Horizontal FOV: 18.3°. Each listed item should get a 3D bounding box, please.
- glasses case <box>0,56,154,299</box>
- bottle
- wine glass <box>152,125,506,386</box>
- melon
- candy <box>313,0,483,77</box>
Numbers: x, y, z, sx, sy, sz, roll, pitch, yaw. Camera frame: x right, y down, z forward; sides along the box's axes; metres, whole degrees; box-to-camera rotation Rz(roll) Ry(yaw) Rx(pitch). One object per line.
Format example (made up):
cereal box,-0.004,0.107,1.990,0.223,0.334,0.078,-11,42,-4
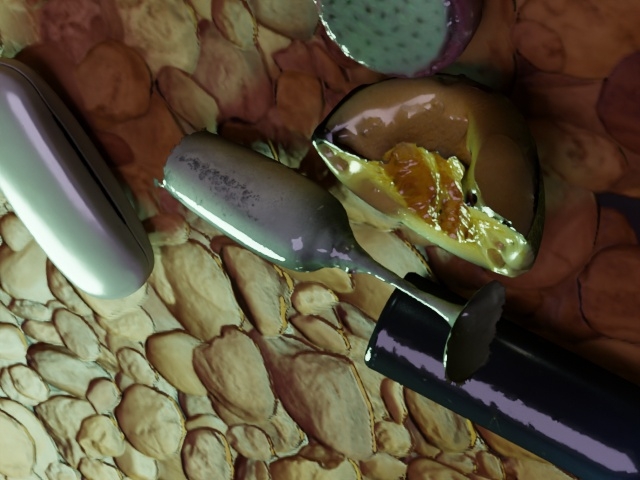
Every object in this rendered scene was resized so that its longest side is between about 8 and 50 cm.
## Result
glasses case,-0.188,-0.042,1.411,0.076,0.049,0.197,-16,115,41
bottle,0.148,0.107,1.295,0.244,0.072,0.082,26,105,13
wine glass,0.000,0.000,1.281,0.262,0.074,0.074,30,138,29
melon,0.085,-0.041,1.222,0.160,0.079,0.128,24,160,29
candy,0.046,-0.146,1.179,0.103,0.043,0.103,16,130,20
